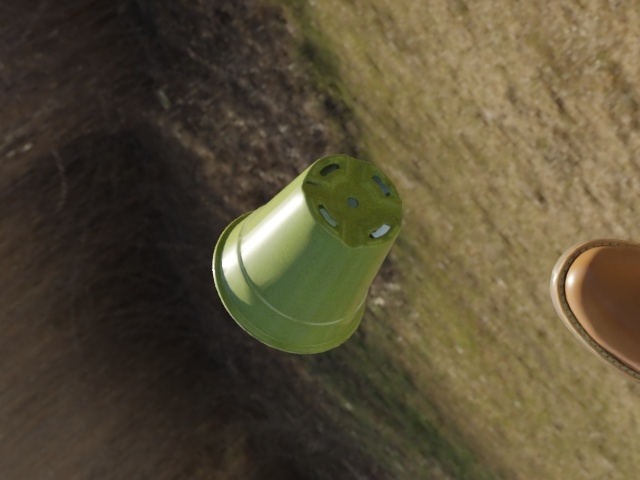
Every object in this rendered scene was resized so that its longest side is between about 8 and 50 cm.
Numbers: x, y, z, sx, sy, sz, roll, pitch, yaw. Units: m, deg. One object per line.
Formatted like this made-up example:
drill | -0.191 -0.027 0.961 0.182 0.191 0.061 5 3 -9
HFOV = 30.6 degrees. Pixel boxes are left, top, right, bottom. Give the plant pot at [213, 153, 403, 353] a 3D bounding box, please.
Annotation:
plant pot | 0.000 0.000 0.561 0.083 0.083 0.079 47 141 8

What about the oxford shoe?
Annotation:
oxford shoe | 0.223 0.060 0.621 0.212 0.076 0.076 28 177 -3
